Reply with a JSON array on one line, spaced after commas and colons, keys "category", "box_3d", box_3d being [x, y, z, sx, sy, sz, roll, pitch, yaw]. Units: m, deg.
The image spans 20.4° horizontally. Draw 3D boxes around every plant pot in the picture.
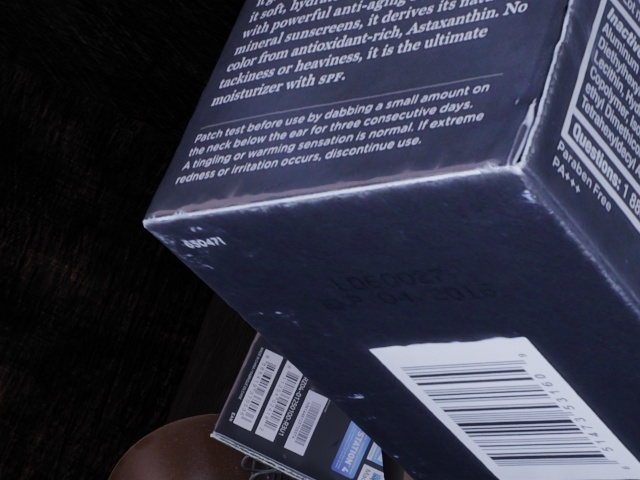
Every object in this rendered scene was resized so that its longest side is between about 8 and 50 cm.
[{"category": "plant pot", "box_3d": [-0.092, 0.316, 1.675, 0.215, 0.215, 0.230, -62, 21, 22]}]

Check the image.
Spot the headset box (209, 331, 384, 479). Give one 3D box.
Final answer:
[{"category": "headset box", "box_3d": [0.069, 0.060, 1.230, 0.246, 0.131, 0.283, -65, -17, -4]}]

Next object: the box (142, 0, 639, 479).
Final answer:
[{"category": "box", "box_3d": [0.123, -0.046, 0.752, 0.182, 0.296, 0.294, -6, 49, 40]}]

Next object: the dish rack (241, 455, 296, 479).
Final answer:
[{"category": "dish rack", "box_3d": [-0.028, 0.260, 1.374, 0.271, 0.074, 0.208, -117, 32, -52]}]

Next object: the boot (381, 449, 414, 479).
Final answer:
[{"category": "boot", "box_3d": [0.088, 0.131, 0.955, 0.112, 0.115, 0.305, -93, 4, -82]}]
